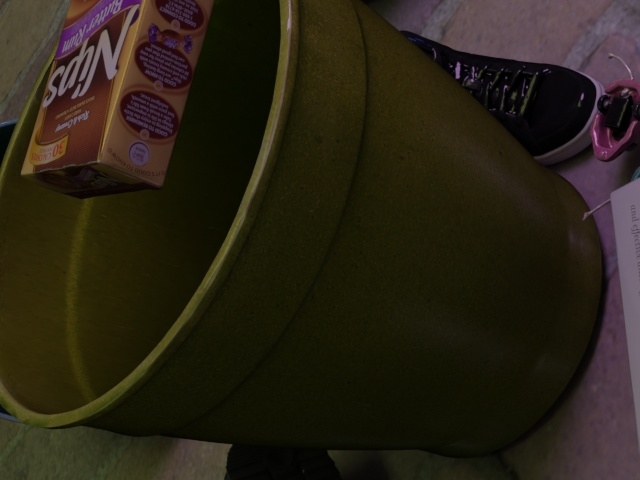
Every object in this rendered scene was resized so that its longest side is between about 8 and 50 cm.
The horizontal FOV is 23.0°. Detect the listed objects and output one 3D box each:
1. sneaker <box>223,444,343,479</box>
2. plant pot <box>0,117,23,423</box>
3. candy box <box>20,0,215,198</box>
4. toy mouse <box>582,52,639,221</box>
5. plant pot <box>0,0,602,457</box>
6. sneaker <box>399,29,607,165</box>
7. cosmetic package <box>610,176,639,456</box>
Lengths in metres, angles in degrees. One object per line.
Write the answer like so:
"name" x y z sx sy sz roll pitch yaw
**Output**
"sneaker" 0.000 0.302 1.209 0.131 0.112 0.319 102 157 -50
"plant pot" -0.278 0.042 1.578 0.235 0.293 0.293 151 135 -73
"candy box" -0.123 -0.123 1.007 0.109 0.053 0.186 -5 69 53
"toy mouse" 0.237 -0.066 1.116 0.143 0.031 0.161 -56 45 14
"plant pot" 0.000 0.000 1.129 0.366 0.353 0.366 -31 48 42
"sneaker" 0.116 -0.116 1.245 0.217 0.121 0.079 10 81 56
"cosmetic package" 0.312 0.086 0.875 0.284 0.097 0.377 -30 48 39
